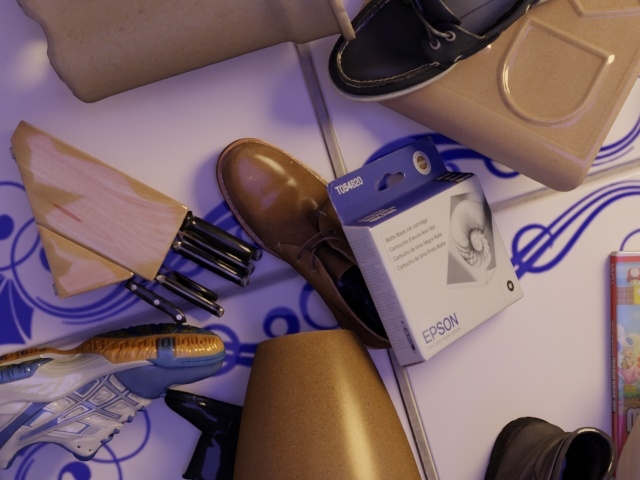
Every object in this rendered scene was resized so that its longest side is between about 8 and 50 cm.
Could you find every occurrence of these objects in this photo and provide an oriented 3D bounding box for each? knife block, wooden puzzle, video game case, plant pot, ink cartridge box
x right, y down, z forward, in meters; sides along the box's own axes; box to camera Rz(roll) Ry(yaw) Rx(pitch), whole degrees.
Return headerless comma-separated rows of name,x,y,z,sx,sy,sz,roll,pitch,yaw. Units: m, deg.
knife block,-0.203,-0.030,1.743,0.242,0.088,0.276,-18,92,-9
wooden puzzle,0.232,-0.272,1.782,0.322,0.080,0.348,27,91,12
video game case,0.456,0.154,1.872,0.204,0.025,0.285,-1,90,-8
plant pot,-0.167,-0.307,1.656,0.305,0.334,0.334,-25,93,3
ink cartridge box,0.124,0.003,1.749,0.223,0.045,0.224,-28,95,-47
plant pot,0.002,0.234,1.718,0.237,0.237,0.254,-5,79,-8

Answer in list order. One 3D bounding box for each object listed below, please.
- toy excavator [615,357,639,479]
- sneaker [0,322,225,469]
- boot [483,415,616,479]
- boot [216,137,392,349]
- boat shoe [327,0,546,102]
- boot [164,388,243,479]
toy excavator,0.368,0.389,1.759,0.222,0.433,0.445,11,46,-19
sneaker,-0.248,0.178,1.737,0.296,0.112,0.131,-11,100,0
boot,0.227,0.364,1.737,0.118,0.222,0.338,12,88,-9
boot,0.000,0.000,1.761,0.112,0.115,0.305,-42,94,-5
boat shoe,0.152,-0.267,1.697,0.340,0.113,0.127,-24,81,7
boot,-0.136,0.232,1.775,0.121,0.045,0.099,18,87,-12
